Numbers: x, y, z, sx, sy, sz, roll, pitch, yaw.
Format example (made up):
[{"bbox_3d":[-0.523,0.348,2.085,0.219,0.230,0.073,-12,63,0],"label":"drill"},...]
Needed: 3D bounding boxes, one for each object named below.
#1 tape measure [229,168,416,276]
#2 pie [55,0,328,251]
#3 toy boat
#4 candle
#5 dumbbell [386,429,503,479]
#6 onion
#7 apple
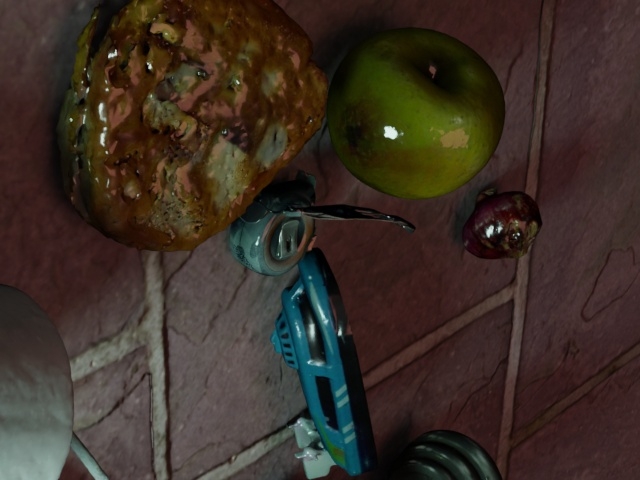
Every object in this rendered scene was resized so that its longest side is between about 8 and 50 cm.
[{"bbox_3d":[-0.001,0.001,1.649,0.104,0.179,0.107,-33,136,-59],"label":"tape measure"},{"bbox_3d":[-0.129,-0.121,1.473,0.308,0.085,0.308,-24,127,-37],"label":"pie"},{"bbox_3d":[-0.009,0.145,1.786,0.092,0.134,0.299,-16,127,-5],"label":"toy boat"},{"bbox_3d":[-0.335,0.132,1.265,0.342,0.221,0.221,9,105,-57],"label":"candle"},{"bbox_3d":[0.077,0.355,1.962,0.406,0.179,0.179,-12,121,-49],"label":"dumbbell"},{"bbox_3d":[0.229,-0.021,1.995,0.107,0.097,0.107,-24,165,-7],"label":"onion"},{"bbox_3d":[0.100,-0.133,1.676,0.196,0.196,0.157,-29,162,-39],"label":"apple"}]
